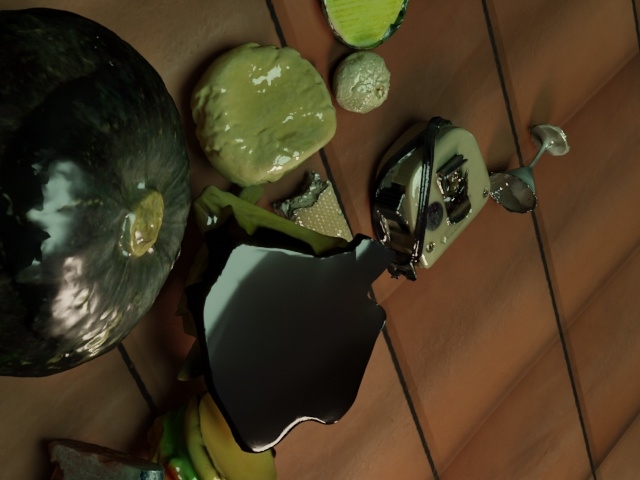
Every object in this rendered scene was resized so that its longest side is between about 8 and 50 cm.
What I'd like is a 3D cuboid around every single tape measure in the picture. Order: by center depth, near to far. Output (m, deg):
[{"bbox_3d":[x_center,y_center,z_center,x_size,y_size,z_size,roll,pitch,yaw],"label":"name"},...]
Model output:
[{"bbox_3d":[0.197,-0.091,2.096,0.271,0.133,0.231,-46,132,-23],"label":"tape measure"}]

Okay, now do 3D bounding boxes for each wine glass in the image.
[{"bbox_3d":[0.440,-0.158,2.340,0.183,0.122,0.122,-53,134,-26],"label":"wine glass"}]

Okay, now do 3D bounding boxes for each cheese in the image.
[{"bbox_3d":[-0.092,-0.200,1.736,0.226,0.117,0.214,-29,92,-31],"label":"cheese"}]

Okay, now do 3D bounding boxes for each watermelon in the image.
[{"bbox_3d":[-0.357,0.413,1.667,0.318,0.226,0.148,-39,163,13],"label":"watermelon"}]

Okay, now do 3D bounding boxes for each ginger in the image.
[{"bbox_3d":[-0.079,0.103,1.795,0.359,0.211,0.413,-9,107,-27],"label":"ginger"}]

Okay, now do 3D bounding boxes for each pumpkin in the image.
[{"bbox_3d":[-0.356,-0.058,1.374,0.454,0.344,0.454,11,90,-70],"label":"pumpkin"}]

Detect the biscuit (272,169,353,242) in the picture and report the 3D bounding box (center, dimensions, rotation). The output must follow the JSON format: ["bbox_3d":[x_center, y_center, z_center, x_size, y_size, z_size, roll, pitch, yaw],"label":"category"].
[{"bbox_3d":[0.000,0.000,1.968,0.108,0.062,0.238,-44,130,-27],"label":"biscuit"}]

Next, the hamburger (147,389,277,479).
[{"bbox_3d":[-0.182,0.365,1.805,0.149,0.237,0.237,-32,138,17],"label":"hamburger"}]

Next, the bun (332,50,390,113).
[{"bbox_3d":[0.077,-0.272,1.948,0.115,0.069,0.115,-22,123,-39],"label":"bun"}]

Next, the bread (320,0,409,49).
[{"bbox_3d":[0.077,-0.442,1.926,0.229,0.034,0.228,-19,117,-41],"label":"bread"}]

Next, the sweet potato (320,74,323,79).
[{"bbox_3d":[-0.048,-0.217,1.858,0.054,0.053,0.182,38,67,-5],"label":"sweet potato"}]
